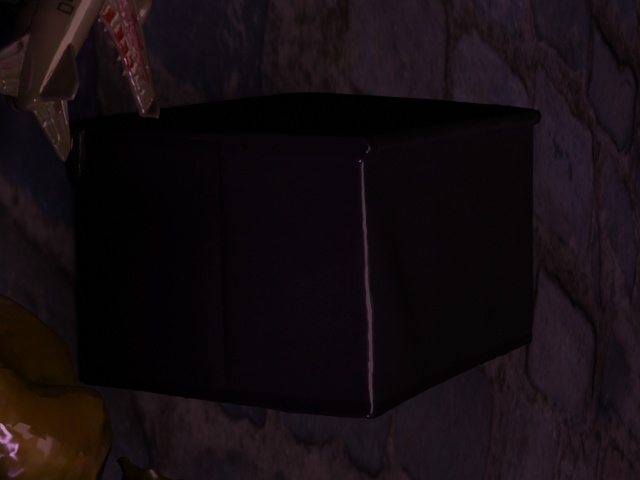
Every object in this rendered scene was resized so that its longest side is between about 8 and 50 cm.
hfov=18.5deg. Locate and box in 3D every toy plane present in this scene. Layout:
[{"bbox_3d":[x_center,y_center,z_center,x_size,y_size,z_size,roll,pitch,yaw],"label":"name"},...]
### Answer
[{"bbox_3d":[-0.171,-0.186,1.351,0.229,0.092,0.244,42,54,-48],"label":"toy plane"}]

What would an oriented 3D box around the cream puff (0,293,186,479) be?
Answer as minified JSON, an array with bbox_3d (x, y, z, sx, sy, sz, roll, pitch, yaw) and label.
[{"bbox_3d":[-0.190,0.210,1.117,0.378,0.276,0.378,3,90,-83],"label":"cream puff"}]

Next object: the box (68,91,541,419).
[{"bbox_3d":[0.000,-0.001,1.540,0.345,0.251,0.204,-15,107,-61],"label":"box"}]
